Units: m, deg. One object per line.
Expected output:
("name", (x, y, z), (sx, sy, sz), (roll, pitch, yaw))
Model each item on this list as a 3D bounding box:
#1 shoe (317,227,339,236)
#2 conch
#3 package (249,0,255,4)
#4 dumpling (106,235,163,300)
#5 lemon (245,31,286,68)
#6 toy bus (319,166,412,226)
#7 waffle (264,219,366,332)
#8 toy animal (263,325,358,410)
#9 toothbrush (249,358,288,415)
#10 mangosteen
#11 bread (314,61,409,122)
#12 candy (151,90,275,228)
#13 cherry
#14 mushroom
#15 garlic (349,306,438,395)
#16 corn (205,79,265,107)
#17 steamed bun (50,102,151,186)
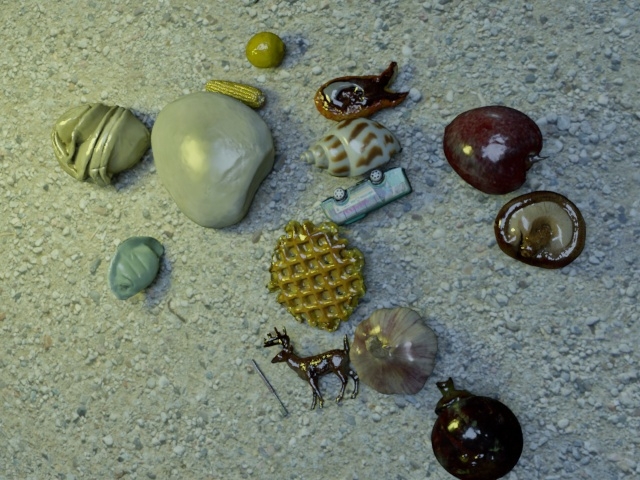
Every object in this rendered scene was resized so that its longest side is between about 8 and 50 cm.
("shoe", (-0.001, 0.002, 1.898), (0.109, 0.072, 0.069), (16, 51, 13))
("conch", (0.081, -0.261, 1.838), (0.275, 0.183, 0.148), (-34, 111, -7))
("package", (-0.233, -0.798, 2.070), (0.037, 0.015, 0.110), (-37, 74, 16))
("dumpling", (-0.587, 0.079, 2.037), (0.153, 0.108, 0.219), (38, 69, -16))
("lemon", (-0.167, -0.580, 1.981), (0.133, 0.109, 0.109), (-1, 85, 21))
("toy bus", (0.130, -0.128, 1.862), (0.262, 0.091, 0.109), (-26, 85, 15))
("waffle", (-0.011, 0.100, 1.854), (0.302, 0.068, 0.325), (29, 115, 16))
("toy animal", (-0.024, 0.354, 1.877), (0.243, 0.087, 0.260), (-17, 79, 1))
("toothbrush", (-0.154, 0.435, 1.930), (0.017, 0.014, 0.194), (-37, 76, 11))
("mangosteen", (0.390, 0.476, 1.681), (0.231, 0.231, 0.289), (-29, 39, 12))
("bread", (0.116, -0.421, 1.897), (0.269, 0.095, 0.139), (-14, 83, 1))
("candy", (-0.347, -0.266, 1.974), (0.427, 0.186, 0.386), (44, 102, 20))
("cherry", (0.449, -0.246, 1.718), (0.300, 0.203, 0.230), (29, 96, 31))
("mushroom", (0.572, -0.028, 1.702), (0.231, 0.138, 0.194), (27, 79, 6))
("garlic", (0.179, 0.288, 1.725), (0.245, 0.253, 0.245), (-5, 76, 22))
("corn", (-0.263, -0.457, 2.021), (0.206, 0.067, 0.067), (17, 90, 21))
("steamed bun", (-0.716, -0.315, 2.073), (0.289, 0.203, 0.276), (21, 91, 17))
